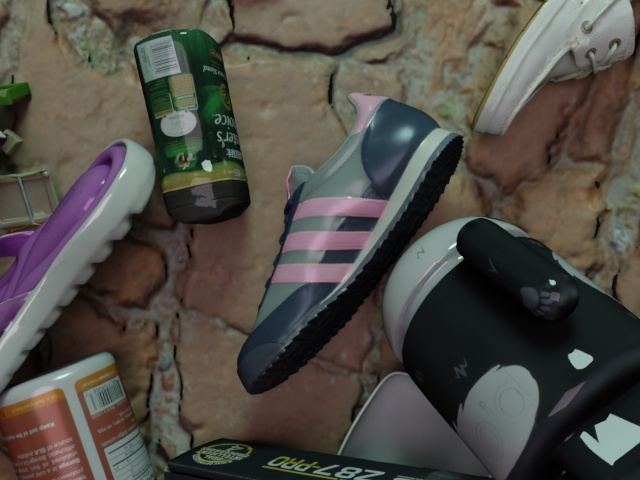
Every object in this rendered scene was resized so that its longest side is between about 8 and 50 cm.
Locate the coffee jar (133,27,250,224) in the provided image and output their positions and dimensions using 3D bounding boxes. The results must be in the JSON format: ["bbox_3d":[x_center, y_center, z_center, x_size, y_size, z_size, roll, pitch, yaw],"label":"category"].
[{"bbox_3d":[-0.124,-0.107,0.644,0.079,0.096,0.185,-11,91,8],"label":"coffee jar"}]

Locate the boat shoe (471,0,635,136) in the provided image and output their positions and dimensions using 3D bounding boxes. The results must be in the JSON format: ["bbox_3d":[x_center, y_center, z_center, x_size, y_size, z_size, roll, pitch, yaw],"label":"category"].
[{"bbox_3d":[0.251,-0.200,0.605,0.096,0.098,0.277,37,93,4],"label":"boat shoe"}]

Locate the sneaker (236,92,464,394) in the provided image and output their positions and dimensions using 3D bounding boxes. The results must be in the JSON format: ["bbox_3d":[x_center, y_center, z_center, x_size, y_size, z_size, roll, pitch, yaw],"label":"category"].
[{"bbox_3d":[0.000,0.000,0.643,0.131,0.112,0.319,38,92,20],"label":"sneaker"}]

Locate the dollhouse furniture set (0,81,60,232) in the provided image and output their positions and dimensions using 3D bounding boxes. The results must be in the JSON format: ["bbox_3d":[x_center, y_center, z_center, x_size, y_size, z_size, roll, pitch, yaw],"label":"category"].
[{"bbox_3d":[-0.328,-0.089,0.700,0.076,0.058,0.152,-9,110,-2],"label":"dollhouse furniture set"}]

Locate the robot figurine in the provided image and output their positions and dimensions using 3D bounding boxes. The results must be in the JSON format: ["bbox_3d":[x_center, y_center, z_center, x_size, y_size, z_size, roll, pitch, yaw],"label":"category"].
[{"bbox_3d":[0.173,0.096,0.545,0.278,0.173,0.209,49,127,44],"label":"robot figurine"}]

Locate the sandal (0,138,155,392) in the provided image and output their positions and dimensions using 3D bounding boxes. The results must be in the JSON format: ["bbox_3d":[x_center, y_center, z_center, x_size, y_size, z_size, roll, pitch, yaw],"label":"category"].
[{"bbox_3d":[-0.326,0.054,0.630,0.102,0.169,0.416,40,86,-32],"label":"sandal"}]

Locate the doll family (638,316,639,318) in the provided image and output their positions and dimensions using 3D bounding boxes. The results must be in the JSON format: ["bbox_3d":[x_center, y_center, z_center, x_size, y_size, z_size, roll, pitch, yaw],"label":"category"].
[{"bbox_3d":[0.367,0.141,0.611,0.262,0.118,0.163,2,98,23],"label":"doll family"}]

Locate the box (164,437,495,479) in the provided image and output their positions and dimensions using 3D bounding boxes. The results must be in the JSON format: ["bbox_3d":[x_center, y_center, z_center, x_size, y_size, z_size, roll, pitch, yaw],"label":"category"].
[{"bbox_3d":[0.013,0.399,0.584,0.318,0.097,0.395,-3,91,32],"label":"box"}]

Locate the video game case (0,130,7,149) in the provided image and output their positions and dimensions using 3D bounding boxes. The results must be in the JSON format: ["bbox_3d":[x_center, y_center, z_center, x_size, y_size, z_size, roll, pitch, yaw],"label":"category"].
[{"bbox_3d":[-0.453,-0.084,0.668,0.210,0.042,0.232,44,105,14],"label":"video game case"}]

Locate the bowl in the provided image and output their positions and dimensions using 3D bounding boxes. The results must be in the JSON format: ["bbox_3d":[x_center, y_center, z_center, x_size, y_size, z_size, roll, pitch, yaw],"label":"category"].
[{"bbox_3d":[0.097,0.212,0.653,0.142,0.053,0.142,30,93,4],"label":"bowl"}]

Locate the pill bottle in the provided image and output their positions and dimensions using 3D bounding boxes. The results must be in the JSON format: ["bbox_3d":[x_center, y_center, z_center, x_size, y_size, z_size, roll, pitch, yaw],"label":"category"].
[{"bbox_3d":[-0.235,0.232,0.650,0.121,0.121,0.216,-19,89,6],"label":"pill bottle"}]
